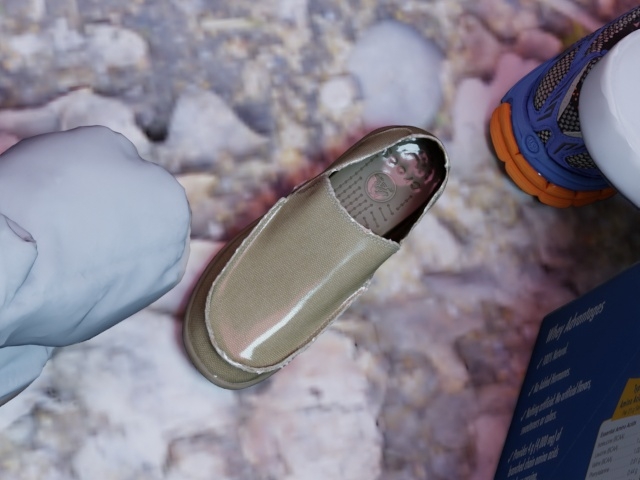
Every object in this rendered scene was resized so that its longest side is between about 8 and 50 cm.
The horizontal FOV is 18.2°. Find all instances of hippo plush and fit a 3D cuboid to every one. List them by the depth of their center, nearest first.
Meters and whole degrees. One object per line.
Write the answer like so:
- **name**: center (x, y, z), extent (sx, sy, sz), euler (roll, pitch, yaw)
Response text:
- **hippo plush**: center (-0.209, -0.032, 0.663), extent (0.234, 0.294, 0.237), euler (-33, 85, 13)

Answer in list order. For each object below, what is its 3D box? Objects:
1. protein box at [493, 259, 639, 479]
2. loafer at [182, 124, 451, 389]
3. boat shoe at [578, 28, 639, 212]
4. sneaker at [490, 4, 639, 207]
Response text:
- **protein box**: center (0.151, 0.122, 0.758), extent (0.136, 0.200, 0.201), euler (23, 71, -9)
- **loafer**: center (0.000, 0.000, 0.827), extent (0.056, 0.050, 0.148), euler (42, 69, -2)
- **boat shoe**: center (0.218, 0.002, 0.845), extent (0.301, 0.102, 0.108), euler (17, 58, -26)
- **sneaker**: center (0.182, -0.085, 0.883), extent (0.221, 0.087, 0.083), euler (-33, 88, -21)
